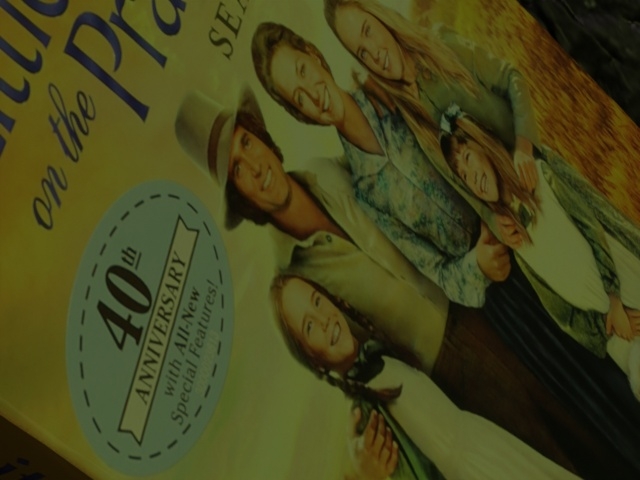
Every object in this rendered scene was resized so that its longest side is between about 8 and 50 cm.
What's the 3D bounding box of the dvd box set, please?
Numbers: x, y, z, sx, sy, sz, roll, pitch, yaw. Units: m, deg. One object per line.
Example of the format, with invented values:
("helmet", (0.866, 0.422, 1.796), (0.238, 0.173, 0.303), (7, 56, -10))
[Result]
("dvd box set", (0.000, 0.000, 0.624), (0.420, 0.062, 0.307), (41, 44, -28))
